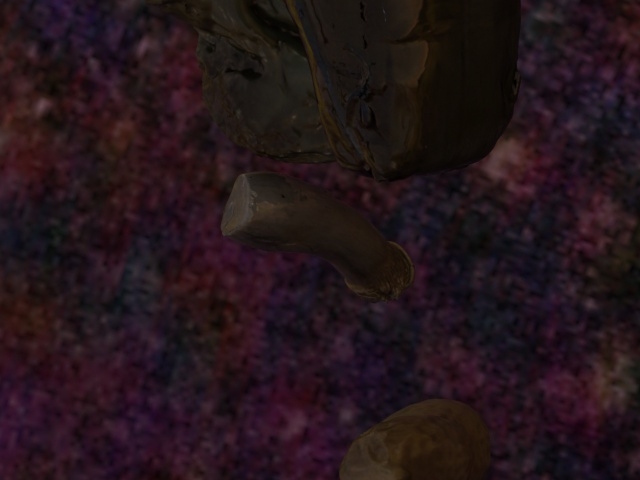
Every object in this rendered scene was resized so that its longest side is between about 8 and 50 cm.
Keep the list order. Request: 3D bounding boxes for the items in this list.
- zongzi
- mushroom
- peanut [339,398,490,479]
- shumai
[{"bbox_3d":[0.003,-0.224,1.252,0.360,0.160,0.323,28,125,54],"label":"zongzi"},{"bbox_3d":[0.003,-0.003,1.709,0.092,0.223,0.081,-55,34,20],"label":"mushroom"},{"bbox_3d":[0.080,0.178,1.383,0.228,0.104,0.085,-1,-96,-77],"label":"peanut"},{"bbox_3d":[-0.029,-0.208,1.618,0.272,0.203,0.222,6,53,22],"label":"shumai"}]
